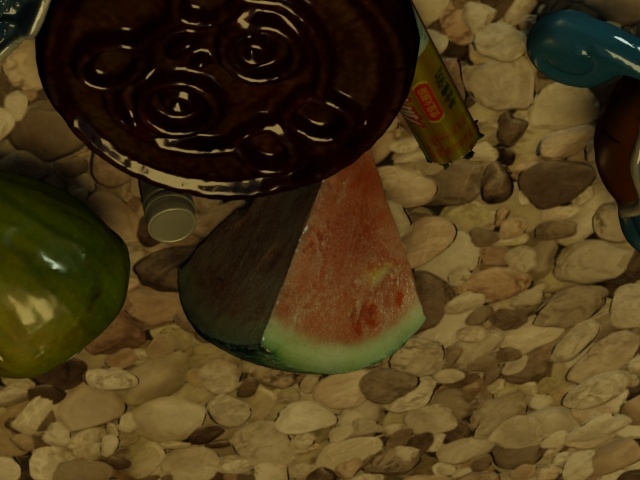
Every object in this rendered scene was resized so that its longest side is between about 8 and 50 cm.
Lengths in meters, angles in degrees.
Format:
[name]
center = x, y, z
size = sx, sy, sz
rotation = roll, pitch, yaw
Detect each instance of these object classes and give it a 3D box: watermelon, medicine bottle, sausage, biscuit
[watermelon]
center = 0.005, 0.042, 2.074
size = 0.283, 0.250, 0.292
rotation = 0, 138, -24
[medicine bottle]
center = -0.176, -0.048, 2.034
size = 0.058, 0.091, 0.058
rotation = -8, 137, -8
[sausage]
center = 0.085, -0.220, 1.943
size = 0.082, 0.082, 0.371
rotation = -24, 136, 9
[biscuit]
center = -0.100, -0.189, 1.857
size = 0.407, 0.091, 0.407
rotation = -1, 139, -1

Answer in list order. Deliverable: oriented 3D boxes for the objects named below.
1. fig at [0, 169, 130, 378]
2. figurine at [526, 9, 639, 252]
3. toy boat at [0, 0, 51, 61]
[fig]
center = -0.373, 0.024, 2.000
size = 0.314, 0.233, 0.233
rotation = 26, 128, -2
[figurine]
center = 0.406, -0.111, 2.056
size = 0.243, 0.298, 0.416
rotation = 0, 145, 35
[toy boat]
center = -0.312, -0.278, 1.718
size = 0.129, 0.142, 0.309
rotation = 3, 133, -19
